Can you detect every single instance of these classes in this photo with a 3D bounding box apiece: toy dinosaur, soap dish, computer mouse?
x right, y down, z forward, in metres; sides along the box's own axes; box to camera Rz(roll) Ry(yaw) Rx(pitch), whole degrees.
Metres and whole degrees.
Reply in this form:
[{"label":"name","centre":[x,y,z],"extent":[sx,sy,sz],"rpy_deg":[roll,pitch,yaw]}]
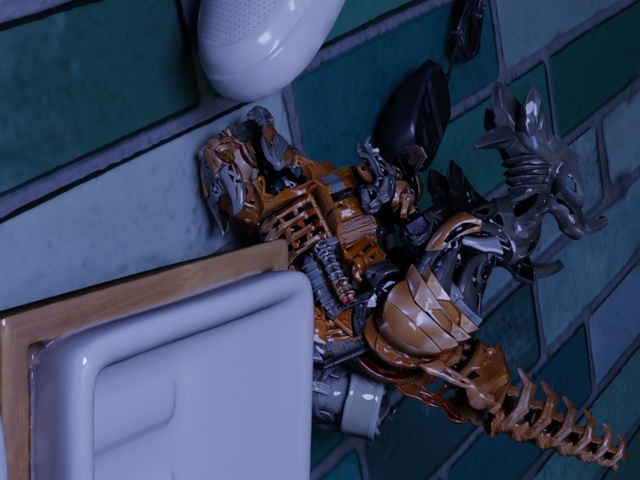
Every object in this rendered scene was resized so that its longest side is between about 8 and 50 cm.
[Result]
[{"label":"toy dinosaur","centre":[0.068,0.028,0.833],"extent":[0.218,0.164,0.322],"rpy_deg":[-45,107,-29]},{"label":"soap dish","centre":[-0.106,0.153,0.673],"extent":[0.229,0.118,0.290],"rpy_deg":[-17,114,-58]},{"label":"computer mouse","centre":[0.094,-0.143,1.045],"extent":[0.071,0.041,0.242],"rpy_deg":[72,32,-41]}]

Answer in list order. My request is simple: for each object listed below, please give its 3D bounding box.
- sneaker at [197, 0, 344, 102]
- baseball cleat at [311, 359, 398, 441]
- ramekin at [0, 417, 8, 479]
[{"label":"sneaker","centre":[-0.050,-0.241,0.775],"extent":[0.169,0.108,0.292],"rpy_deg":[46,46,-44]},{"label":"baseball cleat","centre":[-0.019,0.089,0.829],"extent":[0.206,0.109,0.072],"rpy_deg":[17,86,-52]},{"label":"ramekin","centre":[-0.243,0.101,0.433],"extent":[0.277,0.135,0.277],"rpy_deg":[-3,94,-55]}]
